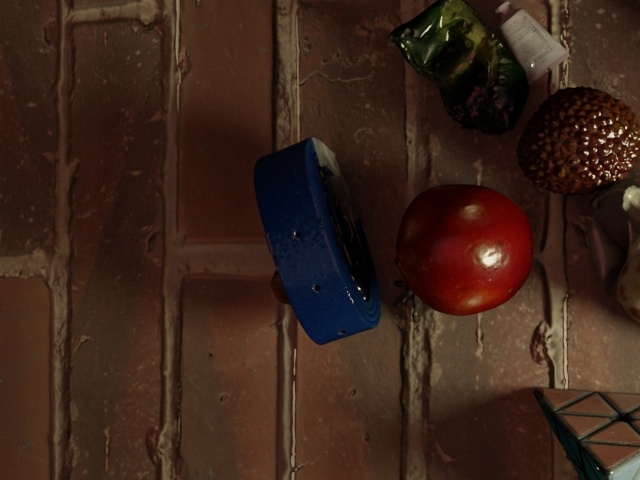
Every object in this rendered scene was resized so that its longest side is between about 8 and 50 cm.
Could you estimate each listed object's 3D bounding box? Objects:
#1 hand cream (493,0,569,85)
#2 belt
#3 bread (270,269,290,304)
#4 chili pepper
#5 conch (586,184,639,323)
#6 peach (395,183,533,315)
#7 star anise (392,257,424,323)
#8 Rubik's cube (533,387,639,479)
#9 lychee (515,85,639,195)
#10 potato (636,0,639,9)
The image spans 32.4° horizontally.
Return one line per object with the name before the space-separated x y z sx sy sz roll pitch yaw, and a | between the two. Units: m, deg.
hand cream | 0.349 -0.345 1.880 0.084 0.053 0.142 -38 90 17
belt | 0.000 0.000 1.911 0.117 0.212 0.347 -21 84 21
bread | -0.046 0.076 2.010 0.085 0.053 0.085 6 110 17
chili pepper | 0.256 -0.291 1.886 0.148 0.116 0.264 -41 74 3
conch | 0.530 0.045 1.733 0.148 0.182 0.275 -7 98 -19
peach | 0.231 0.007 1.806 0.243 0.243 0.199 46 133 17
star anise | 0.180 0.076 1.926 0.141 0.042 0.141 0 89 21
Rubik's cube | 0.476 0.339 1.740 0.233 0.228 0.229 28 55 -14
lychee | 0.422 -0.152 1.764 0.188 0.188 0.188 -1 87 22
potato | 0.643 -0.384 1.711 0.296 0.141 0.192 22 98 19
